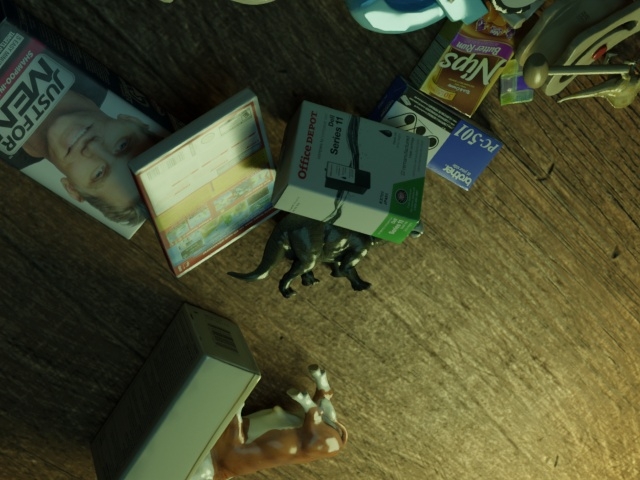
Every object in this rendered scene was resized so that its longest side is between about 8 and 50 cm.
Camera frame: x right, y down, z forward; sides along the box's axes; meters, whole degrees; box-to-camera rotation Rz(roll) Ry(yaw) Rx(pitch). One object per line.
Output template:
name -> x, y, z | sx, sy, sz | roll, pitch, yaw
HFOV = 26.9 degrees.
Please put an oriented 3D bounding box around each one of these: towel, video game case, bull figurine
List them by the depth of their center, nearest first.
video game case -> -0.159, -0.078, 1.948 | 0.204, 0.025, 0.285 | -34, 149, -14
towel -> 0.311, -0.254, 2.108 | 0.060, 0.009, 0.083 | -8, 121, -16
bull figurine -> -0.108, 0.324, 2.246 | 0.310, 0.101, 0.188 | -11, 120, -12

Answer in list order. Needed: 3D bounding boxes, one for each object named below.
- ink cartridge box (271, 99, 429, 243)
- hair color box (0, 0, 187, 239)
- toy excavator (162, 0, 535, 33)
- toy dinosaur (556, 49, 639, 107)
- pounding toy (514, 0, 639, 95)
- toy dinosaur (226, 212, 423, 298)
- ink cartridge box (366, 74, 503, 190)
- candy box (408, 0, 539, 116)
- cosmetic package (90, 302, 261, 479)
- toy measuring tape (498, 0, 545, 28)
ink cartridge box -> 0.045, -0.102, 1.989 | 0.208, 0.153, 0.087 | 15, 153, -12
hair color box -> -0.355, -0.168, 1.873 | 0.347, 0.105, 0.174 | 34, 104, -32
toy excavator -> 0.036, -0.384, 1.762 | 0.445, 0.222, 0.433 | -33, 148, 13
toy dinosaur -> 0.476, -0.253, 2.140 | 0.183, 0.053, 0.092 | -7, 122, -15
pounding toy -> 0.400, -0.278, 2.004 | 0.269, 0.155, 0.154 | -32, 163, -20
toy dinosaur -> 0.000, 0.000, 2.107 | 0.314, 0.121, 0.160 | -5, 108, -11
ink cartridge box -> 0.178, -0.166, 2.092 | 0.207, 0.046, 0.097 | 27, 109, -30
candy box -> 0.233, -0.292, 2.034 | 0.109, 0.053, 0.186 | 24, 110, -29
cosmetic package -> -0.237, 0.274, 2.140 | 0.113, 0.160, 0.309 | 24, 110, -29
toy measuring tape -> 0.388, -0.445, 1.941 | 0.330, 0.121, 0.121 | -42, 124, -5
